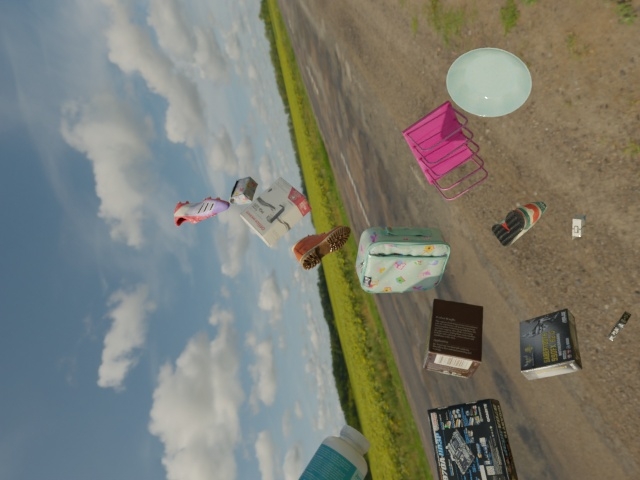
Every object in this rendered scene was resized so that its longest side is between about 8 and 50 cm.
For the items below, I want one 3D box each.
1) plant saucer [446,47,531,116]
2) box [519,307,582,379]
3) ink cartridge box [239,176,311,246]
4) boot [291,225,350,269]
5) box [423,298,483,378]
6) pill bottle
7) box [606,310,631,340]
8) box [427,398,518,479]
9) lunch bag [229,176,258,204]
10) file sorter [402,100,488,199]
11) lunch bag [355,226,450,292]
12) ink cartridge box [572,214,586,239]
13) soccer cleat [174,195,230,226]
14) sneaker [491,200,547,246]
[{"bbox_3d":[0.404,-0.384,0.983,0.038,0.194,0.195,-61,-19,-23],"label":"plant saucer"},{"bbox_3d":[0.805,0.365,1.450,0.056,0.183,0.231,45,-137,-16],"label":"box"},{"bbox_3d":[-0.168,-0.108,1.537,0.158,0.218,0.092,41,172,32],"label":"ink cartridge box"},{"bbox_3d":[0.000,0.000,1.049,0.084,0.157,0.059,45,164,46],"label":"boot"},{"bbox_3d":[0.454,0.336,1.407,0.167,0.168,0.203,79,-157,-54],"label":"box"},{"bbox_3d":[0.030,0.644,1.111,0.264,0.146,0.146,-49,-34,-29],"label":"pill bottle"},{"bbox_3d":[0.870,0.249,1.195,0.018,0.083,0.067,36,126,34],"label":"box"},{"bbox_3d":[0.350,0.495,0.950,0.051,0.175,0.221,25,-131,-37],"label":"box"},{"bbox_3d":[-0.239,-0.148,1.236,0.053,0.083,0.071,41,-126,-41],"label":"lunch bag"},{"bbox_3d":[0.486,-0.328,1.560,0.291,0.202,0.182,48,-166,-39],"label":"file sorter"},{"bbox_3d":[0.248,0.058,1.275,0.108,0.278,0.224,-99,11,-46],"label":"lunch bag"},{"bbox_3d":[0.931,-0.046,1.476,0.028,0.048,0.084,15,124,49],"label":"ink cartridge box"},{"bbox_3d":[-0.446,-0.106,1.544,0.083,0.247,0.095,33,-122,-63],"label":"soccer cleat"},{"bbox_3d":[0.425,-0.037,0.871,0.057,0.075,0.161,62,178,18],"label":"sneaker"}]
